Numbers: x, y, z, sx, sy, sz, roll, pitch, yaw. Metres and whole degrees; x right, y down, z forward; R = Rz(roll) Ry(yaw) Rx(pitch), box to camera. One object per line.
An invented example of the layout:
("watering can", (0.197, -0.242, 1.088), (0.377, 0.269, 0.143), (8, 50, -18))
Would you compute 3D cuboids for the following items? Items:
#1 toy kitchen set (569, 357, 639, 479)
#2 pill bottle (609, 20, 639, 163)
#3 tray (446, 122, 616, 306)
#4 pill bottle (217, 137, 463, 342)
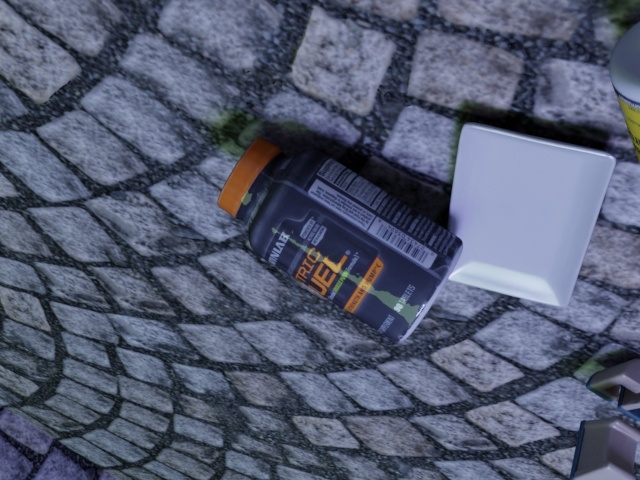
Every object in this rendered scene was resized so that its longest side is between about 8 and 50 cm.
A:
("toy kitchen set", (0.395, 0.263, 1.210), (0.207, 0.166, 0.122), (31, 146, -15))
("pill bottle", (0.303, -0.090, 0.795), (0.103, 0.103, 0.184), (-2, 141, 33))
("tray", (0.206, -0.025, 1.017), (0.145, 0.030, 0.270), (15, 148, 12))
("pill bottle", (0.015, -0.009, 1.041), (0.246, 0.130, 0.130), (32, 148, 3))
